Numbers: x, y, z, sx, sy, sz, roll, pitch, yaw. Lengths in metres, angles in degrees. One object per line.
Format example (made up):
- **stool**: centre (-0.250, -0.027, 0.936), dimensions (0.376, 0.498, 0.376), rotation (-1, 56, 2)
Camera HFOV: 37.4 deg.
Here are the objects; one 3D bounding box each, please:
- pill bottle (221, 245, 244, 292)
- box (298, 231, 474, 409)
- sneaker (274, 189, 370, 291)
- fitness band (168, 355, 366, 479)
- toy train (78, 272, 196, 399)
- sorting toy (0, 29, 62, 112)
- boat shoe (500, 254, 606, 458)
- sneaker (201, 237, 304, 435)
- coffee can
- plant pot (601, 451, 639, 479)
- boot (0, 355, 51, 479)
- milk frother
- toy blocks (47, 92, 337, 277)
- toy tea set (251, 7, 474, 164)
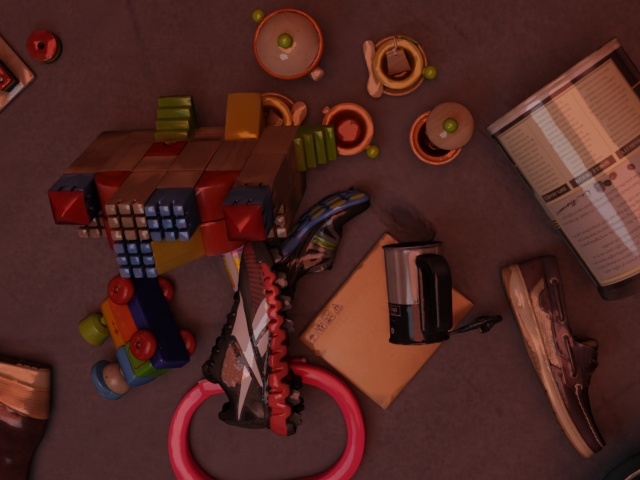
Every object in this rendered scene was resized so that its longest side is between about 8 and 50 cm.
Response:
- **pill bottle**: centre (-0.110, 0.046, 1.355), dimensions (0.043, 0.043, 0.083), rotation (-18, 92, 6)
- **box**: centre (0.093, 0.115, 1.351), dimensions (0.164, 0.021, 0.201), rotation (40, 96, 1)
- **sneaker**: centre (0.000, 0.000, 1.339), dimensions (0.188, 0.067, 0.078), rotation (-44, 108, 6)
- **fitness band**: centre (-0.078, 0.281, 1.367), dimensions (0.290, 0.054, 0.209), rotation (-10, 96, 7)
- **toy train**: centre (-0.292, 0.095, 1.360), dimensions (0.143, 0.105, 0.248), rotation (-36, 68, 24)
- **sorting toy**: centre (-0.514, -0.237, 1.372), dimensions (0.274, 0.046, 0.132), rotation (-41, 89, 7)
- **boat shoe**: centre (0.335, 0.156, 1.294), dimensions (0.092, 0.103, 0.285), rotation (-23, 86, 11)
- **sneaker**: centre (-0.097, 0.130, 1.276), dimensions (0.135, 0.097, 0.276), rotation (-3, 96, 3)
- **coffee can**: centre (0.373, -0.091, 1.220), dimensions (0.201, 0.201, 0.275), rotation (-35, 90, 7)
- **plant pot**: centre (0.476, 0.396, 1.248), dimensions (0.293, 0.196, 0.293), rotation (0, 94, 6)
- **boot**: centre (-0.525, 0.259, 1.384), dimensions (0.248, 0.090, 0.207), rotation (15, 93, 1)
- **milk frother**: centre (0.167, 0.068, 1.293), dimensions (0.143, 0.129, 0.135), rotation (-8, 96, -39)
- **toy blocks**: centre (-0.185, -0.052, 1.220), dimensions (0.381, 0.261, 0.191), rotation (0, 119, 11)
- **toy tea set**: centre (0.044, -0.201, 1.282), dimensions (0.335, 0.124, 0.200), rotation (7, 94, 5)
